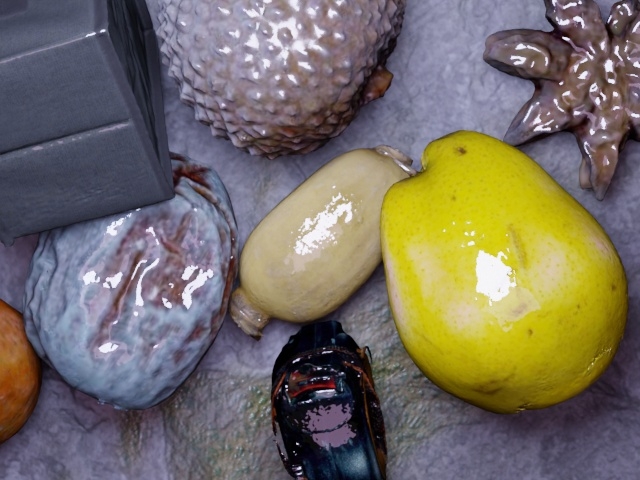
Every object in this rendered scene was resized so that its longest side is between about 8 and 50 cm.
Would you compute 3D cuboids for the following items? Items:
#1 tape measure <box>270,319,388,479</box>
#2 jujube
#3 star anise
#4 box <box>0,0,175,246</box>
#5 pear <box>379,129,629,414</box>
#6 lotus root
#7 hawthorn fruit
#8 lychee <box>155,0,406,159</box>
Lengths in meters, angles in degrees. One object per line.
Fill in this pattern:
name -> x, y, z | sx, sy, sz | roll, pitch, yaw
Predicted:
tape measure -> 0.009, 0.219, 1.540 | 0.135, 0.202, 0.222 | -13, 106, 4
jujube -> -0.225, 0.035, 1.525 | 0.247, 0.215, 0.308 | 30, 87, -17
star anise -> 0.356, -0.217, 1.561 | 0.315, 0.108, 0.315 | 1, 99, 6
box -> -0.303, -0.210, 1.409 | 0.205, 0.345, 0.251 | -15, 136, 2
pear -> 0.212, 0.040, 1.510 | 0.285, 0.285, 0.336 | -20, 73, 1
lotus root -> 0.002, 0.002, 1.564 | 0.146, 0.131, 0.303 | 44, 93, -2
hawthorn fruit -> -0.441, 0.161, 1.512 | 0.211, 0.262, 0.210 | 0, 93, -3
lychee -> -0.044, -0.243, 1.478 | 0.300, 0.300, 0.299 | 0, 94, 0
